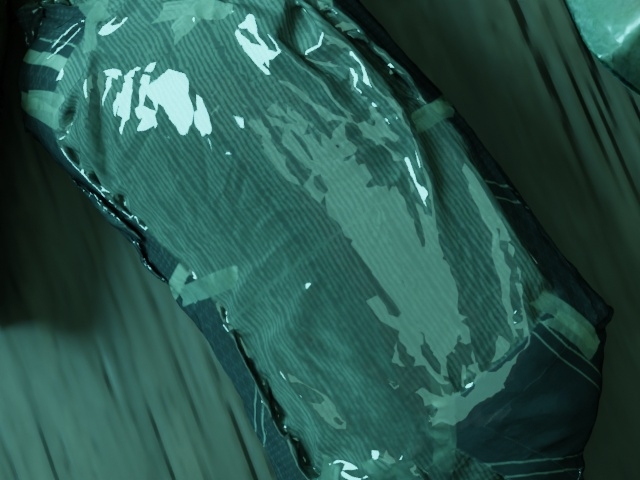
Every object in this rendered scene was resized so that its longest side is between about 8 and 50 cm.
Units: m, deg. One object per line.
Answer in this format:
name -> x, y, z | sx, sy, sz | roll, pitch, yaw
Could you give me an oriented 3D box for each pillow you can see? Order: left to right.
pillow -> 0.000, 0.000, 0.591 | 0.161, 0.092, 0.335 | -39, 82, 11

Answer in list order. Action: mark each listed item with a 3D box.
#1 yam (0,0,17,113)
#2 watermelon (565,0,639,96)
yam -> -0.199, -0.104, 0.609 | 0.131, 0.131, 0.279 | 2, 83, 5
watermelon -> 0.227, -0.171, 0.545 | 0.318, 0.226, 0.148 | -19, 53, -9
